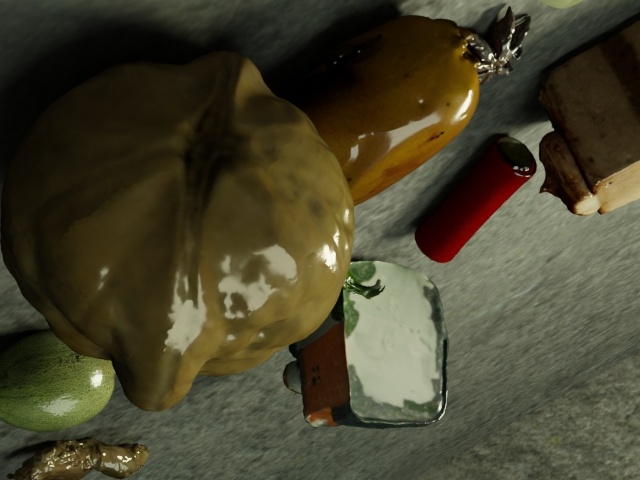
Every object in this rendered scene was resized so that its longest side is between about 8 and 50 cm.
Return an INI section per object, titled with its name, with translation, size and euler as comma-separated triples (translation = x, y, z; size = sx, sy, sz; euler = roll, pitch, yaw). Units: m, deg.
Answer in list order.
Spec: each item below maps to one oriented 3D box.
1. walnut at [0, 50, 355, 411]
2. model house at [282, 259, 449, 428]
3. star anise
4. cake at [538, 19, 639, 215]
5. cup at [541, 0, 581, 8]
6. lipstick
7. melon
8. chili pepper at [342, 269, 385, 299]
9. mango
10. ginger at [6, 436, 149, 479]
[walnut]
translation = -0.153, -0.012, 1.148
size = 0.384, 0.383, 0.383
euler = -22, 155, -11
[model house]
translation = 0.052, 0.204, 1.863
size = 0.190, 0.271, 0.301
euler = 8, 156, -30
[star anise]
translation = 0.209, -0.232, 1.394
size = 0.141, 0.042, 0.141
euler = -21, 153, -11
[cake]
translation = 0.427, -0.166, 1.571
size = 0.293, 0.198, 0.196
euler = -28, 161, 11
[cup]
translation = 0.287, -0.346, 1.091
size = 0.255, 0.173, 0.202
euler = 4, 142, -48
[lipstick]
translation = 0.237, -0.060, 1.710
size = 0.080, 0.080, 0.241
euler = -6, 147, -38
[melon]
translation = -0.365, 0.193, 1.527
size = 0.192, 0.139, 0.139
euler = -6, 149, -29
[chili pepper]
translation = 0.000, 0.000, 1.597
size = 0.085, 0.076, 0.359
euler = -14, 155, 18
[mango]
translation = 0.060, -0.145, 1.284
size = 0.287, 0.152, 0.201
euler = -35, 167, 23
[ginger]
translation = -0.404, 0.393, 1.941
size = 0.122, 0.084, 0.290
euler = -47, 150, 23
